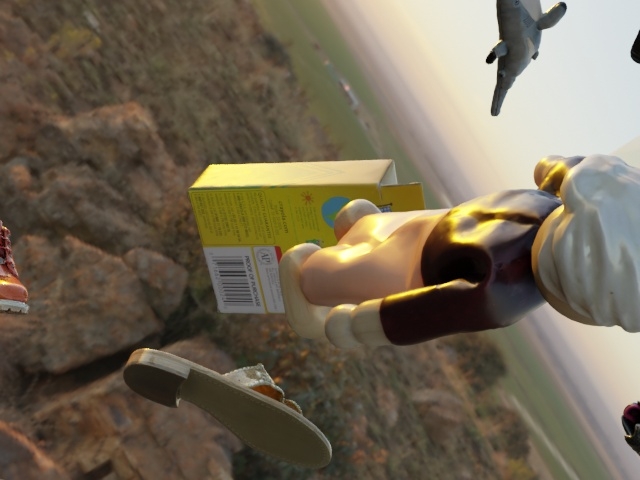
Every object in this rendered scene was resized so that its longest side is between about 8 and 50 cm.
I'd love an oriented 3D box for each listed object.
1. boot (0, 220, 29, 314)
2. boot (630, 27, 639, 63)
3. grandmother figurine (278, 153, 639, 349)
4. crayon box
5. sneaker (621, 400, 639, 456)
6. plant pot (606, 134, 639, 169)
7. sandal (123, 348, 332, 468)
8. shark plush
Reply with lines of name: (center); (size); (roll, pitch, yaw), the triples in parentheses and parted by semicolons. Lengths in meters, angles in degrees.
boot: (-0.318, 0.023, 0.901); (0.059, 0.085, 0.158); (15, 3, -42)
boot: (0.444, -0.284, 1.205); (0.045, 0.121, 0.099); (34, 40, 19)
grandmother figurine: (0.100, 0.010, 0.592); (0.104, 0.208, 0.342); (49, -20, -16)
crayon box: (0.000, 0.000, 1.256); (0.081, 0.318, 0.202); (-59, 145, -55)
sneaker: (0.434, 0.232, 1.230); (0.077, 0.072, 0.178); (38, 20, 4)
plant pot: (0.380, -0.027, 0.828); (0.212, 0.187, 0.212); (48, 5, -6)
sandal: (-0.088, 0.158, 1.017); (0.240, 0.088, 0.079); (25, 43, -6)
shark plush: (0.200, -0.214, 1.028); (0.073, 0.067, 0.161); (46, -38, 23)
